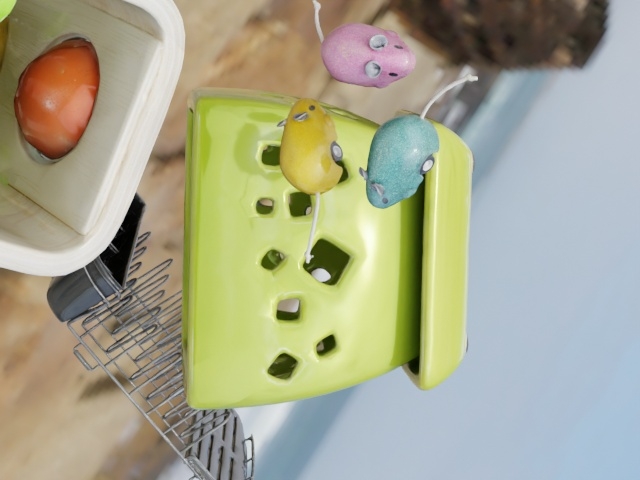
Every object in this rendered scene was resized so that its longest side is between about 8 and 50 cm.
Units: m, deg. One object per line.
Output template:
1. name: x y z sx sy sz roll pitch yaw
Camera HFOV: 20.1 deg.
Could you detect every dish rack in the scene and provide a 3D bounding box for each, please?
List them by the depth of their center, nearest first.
1. dish rack: -0.128 0.094 1.551 0.074 0.271 0.208 -33 -163 13

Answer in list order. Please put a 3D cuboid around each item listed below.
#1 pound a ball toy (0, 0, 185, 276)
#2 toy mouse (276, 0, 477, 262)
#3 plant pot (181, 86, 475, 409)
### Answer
1. pound a ball toy: -0.148 -0.119 0.775 0.135 0.319 0.208 17 97 -42
2. toy mouse: 0.029 -0.079 1.092 0.143 0.161 0.031 -15 167 37
3. plant pot: 0.000 0.000 1.365 0.227 0.207 0.228 -127 -142 -82
